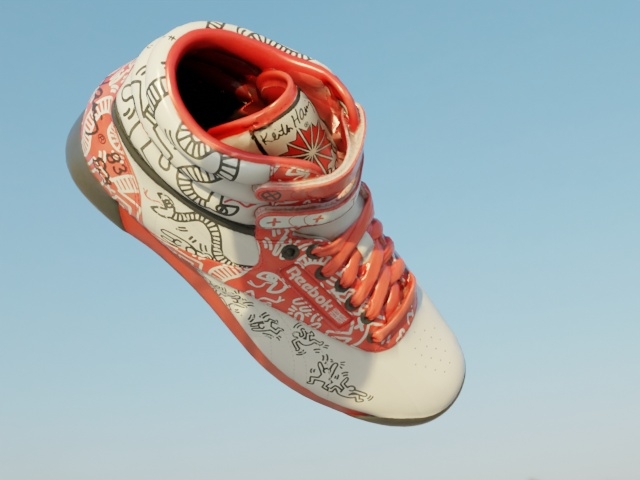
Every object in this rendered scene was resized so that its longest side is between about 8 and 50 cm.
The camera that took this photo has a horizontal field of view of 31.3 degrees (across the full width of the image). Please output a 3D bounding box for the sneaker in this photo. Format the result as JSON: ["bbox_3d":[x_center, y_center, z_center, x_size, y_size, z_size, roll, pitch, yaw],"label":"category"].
[{"bbox_3d":[-0.001,0.000,0.590,0.270,0.090,0.145,40,-30,-13],"label":"sneaker"}]
